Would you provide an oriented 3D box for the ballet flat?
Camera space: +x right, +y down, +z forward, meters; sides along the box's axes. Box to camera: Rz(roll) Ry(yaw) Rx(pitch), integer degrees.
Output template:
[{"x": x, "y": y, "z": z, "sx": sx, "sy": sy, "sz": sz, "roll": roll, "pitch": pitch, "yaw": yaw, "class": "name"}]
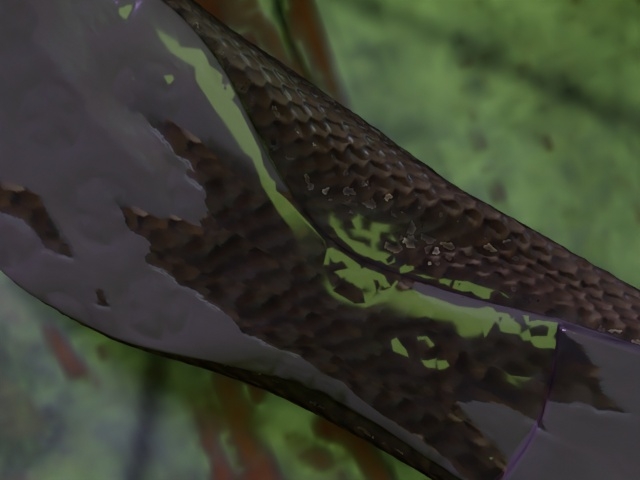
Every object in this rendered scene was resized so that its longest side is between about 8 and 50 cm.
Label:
[{"x": 0.000, "y": 0.000, "z": 0.481, "sx": 0.250, "sy": 0.058, "sz": 0.084, "roll": 29, "pitch": 109, "yaw": 8, "class": "ballet flat"}]
